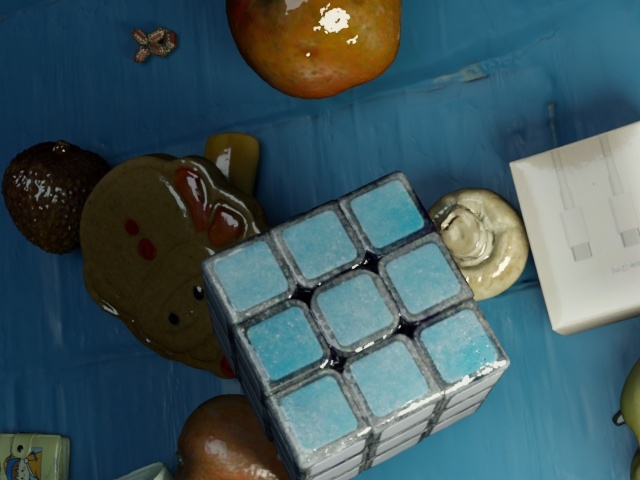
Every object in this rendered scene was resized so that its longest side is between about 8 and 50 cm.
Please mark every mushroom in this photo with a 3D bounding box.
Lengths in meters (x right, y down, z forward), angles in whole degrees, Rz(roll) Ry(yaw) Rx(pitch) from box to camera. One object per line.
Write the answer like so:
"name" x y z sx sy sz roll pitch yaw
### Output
"mushroom" 0.212 0.006 1.672 0.166 0.127 0.166 -6 78 28

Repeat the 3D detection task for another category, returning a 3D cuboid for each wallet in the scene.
"wallet" -0.496 0.379 1.982 0.155 0.039 0.110 -3 82 23

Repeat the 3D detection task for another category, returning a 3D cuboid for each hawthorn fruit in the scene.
"hawthorn fruit" -0.094 0.335 1.737 0.251 0.199 0.199 9 85 12
"hawthorn fruit" -0.024 -0.354 1.746 0.277 0.298 0.277 -8 76 37

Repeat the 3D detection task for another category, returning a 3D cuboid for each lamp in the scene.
"lamp" -0.284 -0.340 2.010 0.083 0.031 0.063 -10 79 19

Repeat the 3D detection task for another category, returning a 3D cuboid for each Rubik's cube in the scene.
"Rubik's cube" 0.037 0.138 1.579 0.301 0.304 0.305 -26 71 -11

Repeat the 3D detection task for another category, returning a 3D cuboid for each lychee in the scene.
"lychee" -0.436 -0.079 1.958 0.194 0.194 0.194 -4 80 24

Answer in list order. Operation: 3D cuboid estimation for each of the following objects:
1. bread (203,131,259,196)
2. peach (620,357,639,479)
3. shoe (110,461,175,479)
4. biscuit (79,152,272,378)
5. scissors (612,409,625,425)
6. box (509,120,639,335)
"bread" -0.155 -0.056 1.880 0.092 0.074 0.239 4 84 20
"peach" 0.514 0.238 1.428 0.292 0.247 0.292 -2 84 20
"shoe" -0.330 0.477 1.857 0.363 0.132 0.160 -29 102 32
"biscuit" -0.214 0.044 1.829 0.359 0.074 0.381 -41 82 35
"scissors" 0.485 0.184 1.579 0.220 0.017 0.088 -38 72 14
"box" 0.392 -0.017 1.609 0.203 0.106 0.252 -17 76 20
